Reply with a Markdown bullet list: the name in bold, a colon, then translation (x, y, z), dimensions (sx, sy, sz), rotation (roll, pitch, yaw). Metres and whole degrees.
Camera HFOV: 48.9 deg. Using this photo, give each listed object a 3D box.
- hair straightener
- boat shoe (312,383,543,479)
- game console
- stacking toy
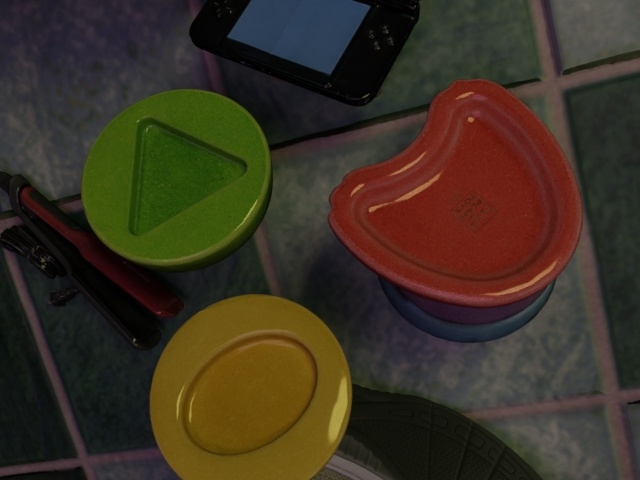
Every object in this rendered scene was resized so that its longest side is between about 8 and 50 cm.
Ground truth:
- **hair straightener**: translation (-0.233, 0.023, 0.622), dimensions (0.230, 0.047, 0.089), rotation (36, 111, 3)
- **boat shoe**: translation (0.036, 0.188, 0.568), dimensions (0.320, 0.118, 0.103), rotation (19, 117, 14)
- **game console**: translation (-0.009, -0.176, 0.459), dimensions (0.144, 0.085, 0.124), rotation (24, 73, 16)
- **stacking toy**: translation (0.000, 0.000, 0.506), dimensions (0.308, 0.130, 0.280), rotation (-33, 68, -6)
